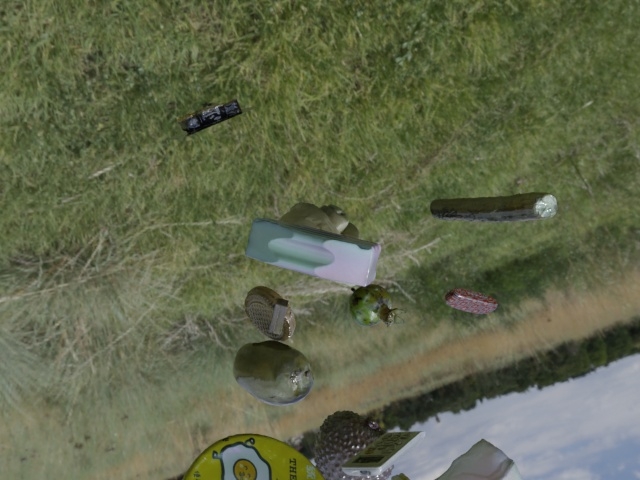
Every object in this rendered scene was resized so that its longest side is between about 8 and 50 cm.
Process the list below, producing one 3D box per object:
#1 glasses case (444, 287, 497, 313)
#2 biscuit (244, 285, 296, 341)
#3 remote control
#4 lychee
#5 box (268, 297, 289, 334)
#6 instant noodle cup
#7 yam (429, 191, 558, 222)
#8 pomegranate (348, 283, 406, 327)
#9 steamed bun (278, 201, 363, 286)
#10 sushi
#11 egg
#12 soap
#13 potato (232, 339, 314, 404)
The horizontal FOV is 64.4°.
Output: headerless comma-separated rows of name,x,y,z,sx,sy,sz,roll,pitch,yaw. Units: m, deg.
glasses case,0.483,0.193,1.643,0.194,0.049,0.073,17,137,-26
biscuit,-0.201,0.292,2.010,0.079,0.259,0.259,-40,176,-40
remote control,0.175,0.555,1.320,0.109,0.055,0.313,-14,171,30
lychee,0.104,0.723,1.730,0.300,0.300,0.300,-20,161,-7
box,-0.111,0.203,1.354,0.035,0.083,0.079,14,-173,-3
instant noodle cup,-0.152,0.562,0.925,0.325,0.325,0.254,0,134,-48
yam,0.455,-0.086,1.384,0.083,0.083,0.371,-9,-174,-33
pomegranate,0.190,0.224,1.747,0.156,0.156,0.220,-9,-176,-35
steamed bun,0.000,0.000,1.667,0.352,0.247,0.339,15,178,-12
sushi,-0.274,-0.307,1.230,0.215,0.050,0.192,-28,-159,-19
egg,0.251,0.527,0.963,0.271,0.206,0.162,-32,177,38
soap,-0.020,0.026,1.314,0.324,0.109,0.193,15,-174,14
potato,-0.170,0.490,1.874,0.326,0.221,0.243,9,138,30
